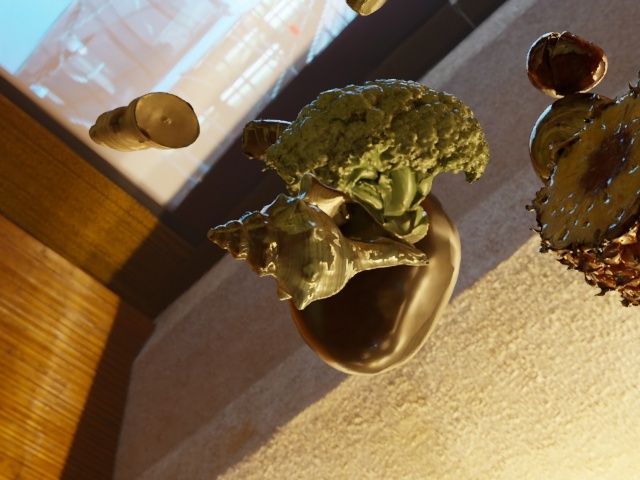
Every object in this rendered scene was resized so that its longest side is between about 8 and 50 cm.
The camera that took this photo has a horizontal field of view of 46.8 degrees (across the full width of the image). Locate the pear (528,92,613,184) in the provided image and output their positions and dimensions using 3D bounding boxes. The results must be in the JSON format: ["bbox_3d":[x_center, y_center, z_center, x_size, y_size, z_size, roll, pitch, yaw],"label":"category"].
[{"bbox_3d":[0.669,-0.246,1.903,0.284,0.284,0.283,-39,-154,23],"label":"pear"}]

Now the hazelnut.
[{"bbox_3d":[0.659,-0.469,1.972,0.204,0.178,0.177,6,-123,38],"label":"hazelnut"}]

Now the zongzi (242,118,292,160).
[{"bbox_3d":[-0.042,-0.190,1.451,0.189,0.178,0.081,-15,109,-73],"label":"zongzi"}]

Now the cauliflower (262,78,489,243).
[{"bbox_3d":[0.075,-0.095,1.039,0.272,0.250,0.275,-20,-163,-24],"label":"cauliflower"}]

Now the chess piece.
[{"bbox_3d":[-0.404,-0.241,1.605,0.139,0.124,0.307,-25,-164,-38],"label":"chess piece"}]

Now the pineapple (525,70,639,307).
[{"bbox_3d":[0.529,-0.059,1.150,0.352,0.300,0.352,-48,-150,39],"label":"pineapple"}]

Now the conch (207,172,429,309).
[{"bbox_3d":[-0.013,0.001,0.767,0.114,0.234,0.137,-39,-109,33],"label":"conch"}]

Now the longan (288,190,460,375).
[{"bbox_3d":[0.098,0.057,1.449,0.404,0.336,0.404,-163,-90,-76],"label":"longan"}]

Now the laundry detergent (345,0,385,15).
[{"bbox_3d":[0.148,-0.629,1.644,0.181,0.091,0.253,-51,180,-32],"label":"laundry detergent"}]
